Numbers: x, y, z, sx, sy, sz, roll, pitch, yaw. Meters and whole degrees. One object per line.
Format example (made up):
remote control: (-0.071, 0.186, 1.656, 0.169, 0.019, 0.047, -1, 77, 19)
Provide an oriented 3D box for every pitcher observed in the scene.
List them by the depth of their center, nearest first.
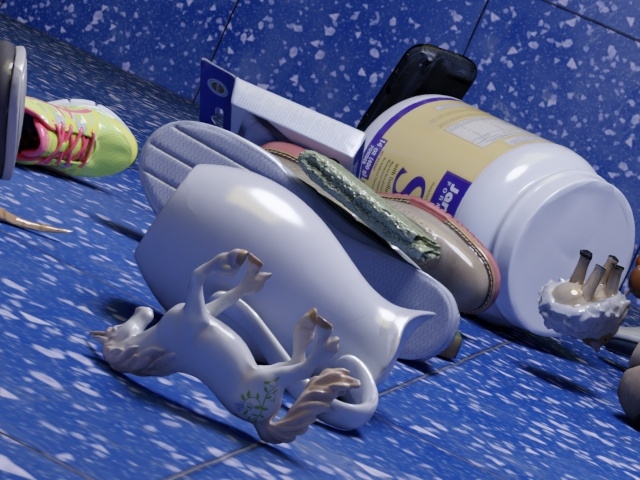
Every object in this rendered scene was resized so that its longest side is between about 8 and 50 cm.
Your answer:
pitcher: (-0.033, 0.044, 1.319, 0.207, 0.125, 0.178, 35, 21, 0)

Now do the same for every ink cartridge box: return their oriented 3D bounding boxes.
ink cartridge box: (-0.060, -0.098, 2.238, 0.224, 0.045, 0.223, 26, -30, 12)

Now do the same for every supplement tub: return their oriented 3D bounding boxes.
supplement tub: (0.210, -0.032, 2.335, 0.241, 0.241, 0.331, 19, 7, -40)

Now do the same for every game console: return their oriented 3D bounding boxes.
game console: (0.108, -0.132, 2.537, 0.213, 0.361, 0.044, 10, 48, -24)

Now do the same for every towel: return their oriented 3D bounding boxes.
towel: (0.045, -0.029, 1.691, 0.148, 0.027, 0.110, 39, 4, 14)

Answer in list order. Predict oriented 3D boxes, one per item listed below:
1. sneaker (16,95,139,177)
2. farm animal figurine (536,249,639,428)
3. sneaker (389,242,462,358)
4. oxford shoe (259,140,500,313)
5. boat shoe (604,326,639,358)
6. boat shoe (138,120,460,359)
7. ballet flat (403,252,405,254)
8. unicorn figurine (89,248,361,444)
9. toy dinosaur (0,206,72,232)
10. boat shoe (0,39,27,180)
sneaker: (-0.275, -0.101, 1.852, 0.209, 0.081, 0.094, 14, 17, -28)
farm animal figurine: (0.426, 0.150, 2.027, 0.330, 0.172, 0.327, 37, 24, 33)
sneaker: (0.063, 0.040, 1.830, 0.192, 0.086, 0.064, 25, 6, 11)
oxford shoe: (0.033, 0.003, 2.070, 0.348, 0.123, 0.130, 24, 27, 24)
boat shoe: (0.484, 0.168, 2.407, 0.255, 0.079, 0.095, 12, 15, 24)
boat shoe: (-0.025, 0.010, 1.726, 0.335, 0.121, 0.119, 35, -1, 2)
ballet flat: (0.000, 0.000, 1.917, 0.232, 0.080, 0.073, 21, -32, -36)
unicorn figurine: (-0.064, 0.062, 1.123, 0.162, 0.111, 0.060, 42, 2, 21)
toy dinosaur: (-0.283, -0.042, 1.415, 0.112, 0.064, 0.211, 40, -2, 17)
boat shoe: (-0.307, -0.108, 1.558, 0.096, 0.112, 0.335, 5, -1, -14)
